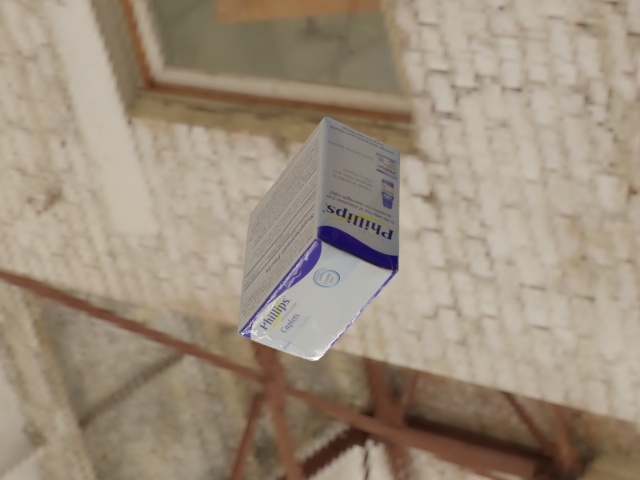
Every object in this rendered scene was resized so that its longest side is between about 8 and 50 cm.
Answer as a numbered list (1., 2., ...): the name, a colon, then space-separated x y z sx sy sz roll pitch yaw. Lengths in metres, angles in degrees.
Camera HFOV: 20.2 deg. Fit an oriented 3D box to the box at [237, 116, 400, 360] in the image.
1. box: 0.000 0.000 1.379 0.072 0.126 0.137 23 -138 -18
